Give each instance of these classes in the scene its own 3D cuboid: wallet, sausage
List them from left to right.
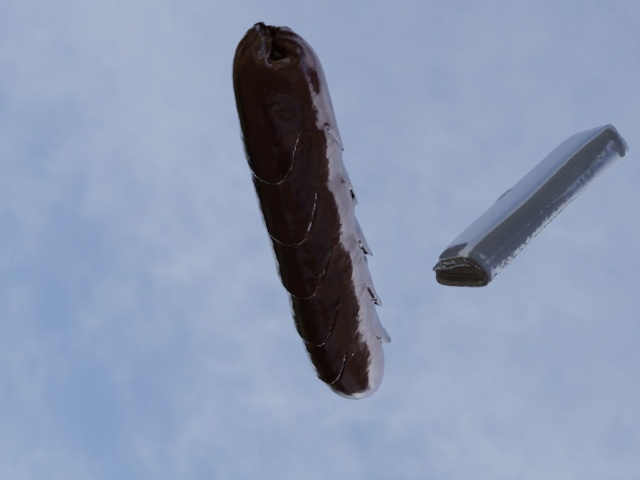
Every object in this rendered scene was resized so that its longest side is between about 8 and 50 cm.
[{"bbox_3d":[-0.002,0.001,1.150,0.088,0.088,0.433,32,-29,39],"label":"sausage"},{"bbox_3d":[0.118,-0.019,0.764,0.025,0.122,0.061,51,-18,-7],"label":"wallet"}]
